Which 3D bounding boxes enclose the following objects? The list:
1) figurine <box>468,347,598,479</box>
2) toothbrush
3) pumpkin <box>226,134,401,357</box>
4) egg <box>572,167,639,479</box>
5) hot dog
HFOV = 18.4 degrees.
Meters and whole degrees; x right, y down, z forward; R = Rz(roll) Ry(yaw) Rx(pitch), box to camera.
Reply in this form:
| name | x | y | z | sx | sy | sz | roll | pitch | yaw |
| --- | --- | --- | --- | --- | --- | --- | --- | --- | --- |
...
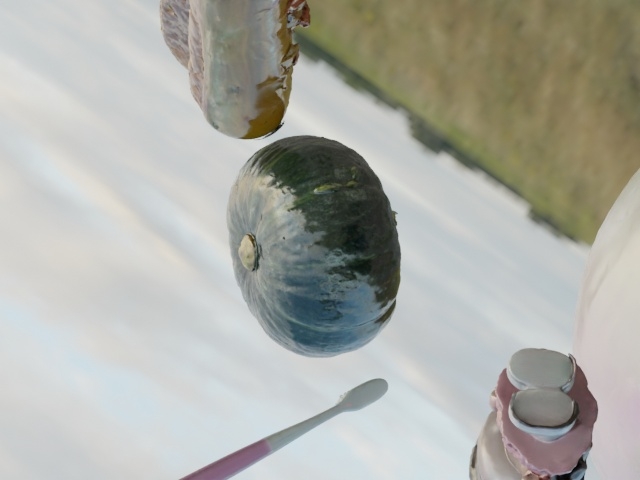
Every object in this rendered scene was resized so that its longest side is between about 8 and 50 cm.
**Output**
| name | x | y | z | sx | sy | sz | roll | pitch | yaw |
| --- | --- | --- | --- | --- | --- | --- | --- | --- | --- |
| figurine | 0.098 | 0.095 | 0.876 | 0.054 | 0.072 | 0.129 | 2 | 153 | -3 |
| toothbrush | -0.061 | 0.172 | 1.558 | 0.025 | 0.286 | 0.020 | -22 | 93 | 60 |
| pumpkin | -0.002 | 0.001 | 1.814 | 0.152 | 0.212 | 0.211 | -11 | -147 | -30 |
| egg | 0.326 | 0.096 | 1.363 | 0.354 | 0.340 | 0.355 | 18 | -134 | -20 |
| hot dog | -0.061 | -0.217 | 1.575 | 0.349 | 0.117 | 0.158 | 95 | 151 | -62 |
